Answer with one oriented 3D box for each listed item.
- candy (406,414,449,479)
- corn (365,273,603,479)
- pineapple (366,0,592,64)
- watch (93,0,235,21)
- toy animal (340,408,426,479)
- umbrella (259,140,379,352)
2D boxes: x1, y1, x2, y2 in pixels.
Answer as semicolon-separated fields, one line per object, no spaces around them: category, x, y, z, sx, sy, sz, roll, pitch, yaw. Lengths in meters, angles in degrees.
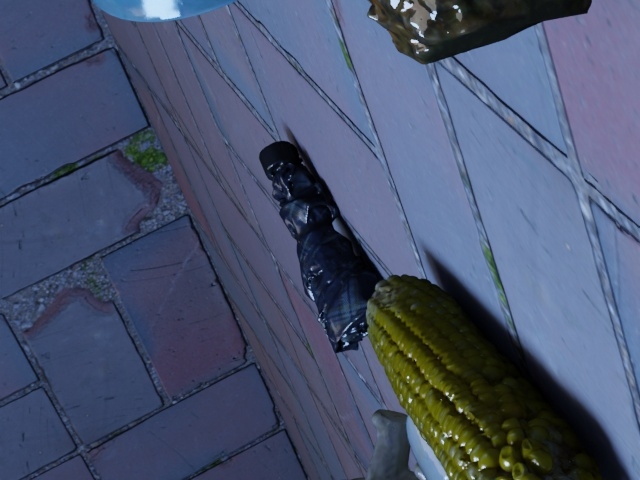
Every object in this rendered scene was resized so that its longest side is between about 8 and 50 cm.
candy;0.137;0.205;1.309;0.174;0.071;0.138;59;-163;17
corn;0.111;0.122;1.192;0.097;0.097;0.320;68;173;-32
pineapple;0.041;-0.173;0.670;0.108;0.108;0.197;-162;50;-78
watch;-0.094;-0.223;1.026;0.193;0.211;0.211;-100;-8;-49
toy animal;0.088;0.249;1.469;0.121;0.168;0.233;18;180;-21
umbrella;0.000;0.001;1.614;0.071;0.080;0.224;10;-133;-55
